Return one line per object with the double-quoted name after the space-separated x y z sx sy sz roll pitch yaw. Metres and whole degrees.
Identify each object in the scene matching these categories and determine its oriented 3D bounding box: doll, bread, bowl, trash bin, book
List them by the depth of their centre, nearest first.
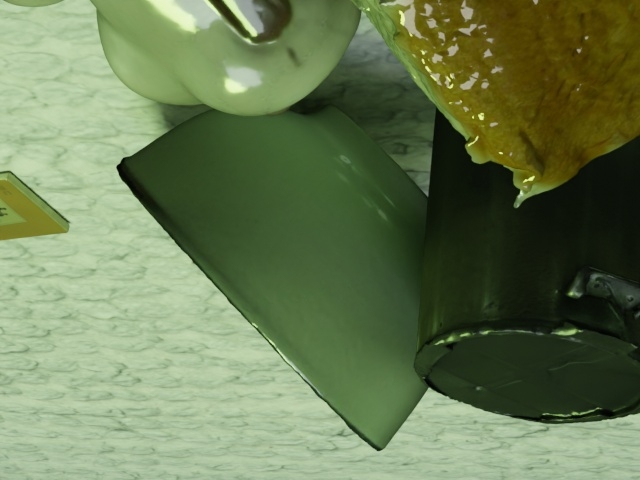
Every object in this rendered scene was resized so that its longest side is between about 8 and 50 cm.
0.135 -0.208 1.105 0.250 0.225 0.279 -36 136 8 "bread"
-0.116 -0.225 1.185 0.370 0.226 0.215 28 -179 -42 "doll"
0.186 -0.016 1.410 0.203 0.301 0.252 14 151 -14 "trash bin"
0.000 0.000 1.544 0.185 0.354 0.354 -43 142 -1 "bowl"
-0.372 -0.030 1.834 0.172 0.012 0.118 -7 150 26 "book"
